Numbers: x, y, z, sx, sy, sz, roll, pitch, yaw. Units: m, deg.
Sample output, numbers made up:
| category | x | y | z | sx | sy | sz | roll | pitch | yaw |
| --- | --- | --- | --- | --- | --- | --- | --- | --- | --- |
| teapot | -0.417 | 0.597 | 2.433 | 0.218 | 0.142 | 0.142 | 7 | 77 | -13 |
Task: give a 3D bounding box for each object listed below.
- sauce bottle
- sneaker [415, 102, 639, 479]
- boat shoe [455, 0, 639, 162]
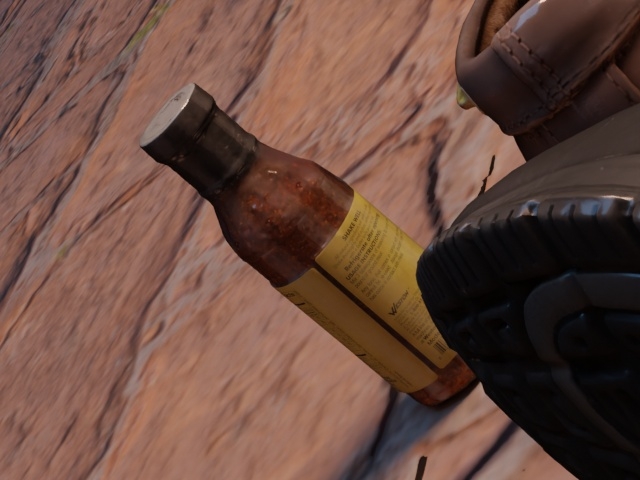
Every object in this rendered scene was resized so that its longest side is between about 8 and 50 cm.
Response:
| category | x | y | z | sx | sy | sz | roll | pitch | yaw |
| --- | --- | --- | --- | --- | --- | --- | --- | --- | --- |
| sauce bottle | 0.000 | 0.000 | 0.583 | 0.042 | 0.128 | 0.042 | -42 | 19 | 18 |
| sneaker | 0.139 | -0.013 | 0.367 | 0.286 | 0.109 | 0.130 | -15 | 28 | 48 |
| boat shoe | 0.105 | -0.114 | 0.611 | 0.116 | 0.097 | 0.324 | -38 | 22 | 32 |
